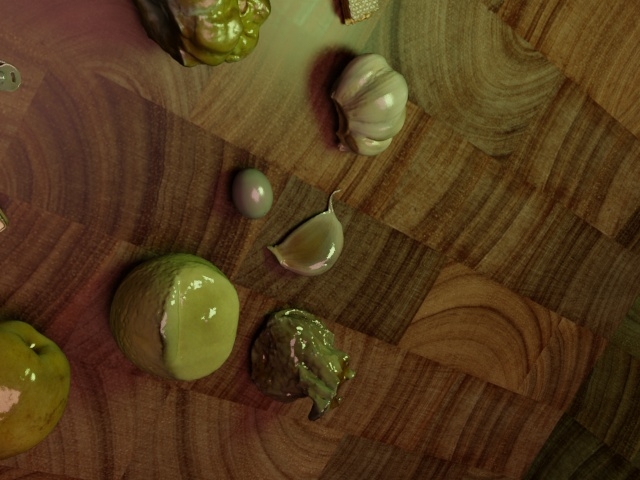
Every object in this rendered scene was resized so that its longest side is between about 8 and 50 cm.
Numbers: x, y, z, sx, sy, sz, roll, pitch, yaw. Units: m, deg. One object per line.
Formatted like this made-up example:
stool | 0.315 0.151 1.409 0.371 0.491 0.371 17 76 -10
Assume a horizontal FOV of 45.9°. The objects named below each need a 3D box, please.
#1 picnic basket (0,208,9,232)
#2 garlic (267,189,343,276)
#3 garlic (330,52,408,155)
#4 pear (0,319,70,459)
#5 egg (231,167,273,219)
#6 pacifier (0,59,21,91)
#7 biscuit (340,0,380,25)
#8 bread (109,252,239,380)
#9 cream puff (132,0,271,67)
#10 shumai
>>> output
picnic basket | -0.769 -0.042 1.618 0.164 0.079 0.115 -33 123 -14
garlic | 0.004 -0.001 2.093 0.266 0.128 0.148 -47 139 -16
garlic | 0.144 -0.350 1.946 0.203 0.184 0.281 -39 127 -29
pear | -0.720 0.339 1.695 0.314 0.314 0.315 -13 118 -25
egg | -0.173 -0.118 1.916 0.103 0.103 0.135 -21 118 -21
pacifier | -0.659 -0.339 1.554 0.083 0.064 0.068 -10 99 -27
biscuit | 0.069 -0.707 1.811 0.094 0.054 0.379 -24 122 -19
bread | -0.362 0.189 1.879 0.320 0.237 0.321 -24 127 -36
cream puff | -0.239 -0.538 1.555 0.275 0.378 0.378 -31 124 -15
shumai | -0.045 0.362 2.121 0.267 0.262 0.314 -25 121 -19
